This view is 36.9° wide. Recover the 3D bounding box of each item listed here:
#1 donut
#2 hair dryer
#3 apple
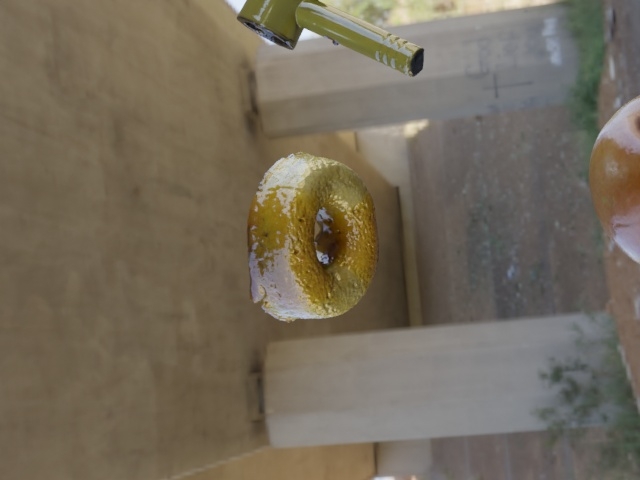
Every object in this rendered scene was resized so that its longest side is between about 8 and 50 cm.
[{"bbox_3d":[0.000,0.000,1.048,0.174,0.074,0.190,-3,-81,-47],"label":"donut"},{"bbox_3d":[0.027,-0.303,1.299,0.135,0.278,0.090,-60,-26,2],"label":"hair dryer"},{"bbox_3d":[0.440,-0.074,1.113,0.253,0.253,0.254,-6,-90,-80],"label":"apple"}]
